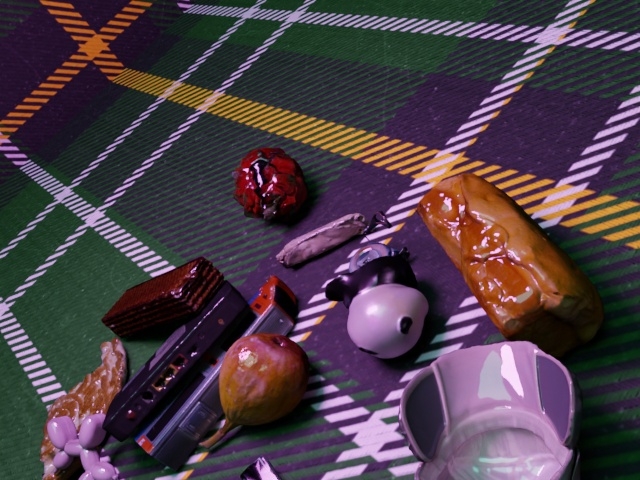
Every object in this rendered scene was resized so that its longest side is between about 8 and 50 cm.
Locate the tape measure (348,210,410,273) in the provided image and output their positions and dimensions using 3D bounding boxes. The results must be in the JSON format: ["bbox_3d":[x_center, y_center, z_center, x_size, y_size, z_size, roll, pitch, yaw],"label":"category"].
[{"bbox_3d":[0.089,0.016,1.271,0.104,0.180,0.107,28,69,32],"label":"tape measure"}]

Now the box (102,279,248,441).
[{"bbox_3d":[-0.285,0.227,1.347,0.350,0.058,0.211,-47,9,-7],"label":"box"}]

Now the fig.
[{"bbox_3d":[-0.134,0.279,1.220,0.257,0.159,0.159,-50,37,11],"label":"fig"}]

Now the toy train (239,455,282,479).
[{"bbox_3d":[-0.044,0.441,1.044,0.055,0.048,0.252,-38,44,-8],"label":"toy train"}]

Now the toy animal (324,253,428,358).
[{"bbox_3d":[0.102,0.124,1.186,0.166,0.138,0.179,-44,42,25],"label":"toy animal"}]

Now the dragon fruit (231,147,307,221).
[{"bbox_3d":[-0.118,-0.130,1.576,0.189,0.182,0.182,19,64,45],"label":"dragon fruit"}]

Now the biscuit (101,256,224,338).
[{"bbox_3d":[-0.349,0.130,1.479,0.388,0.073,0.107,-22,28,48],"label":"biscuit"}]

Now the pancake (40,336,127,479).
[{"bbox_3d":[-0.514,0.379,1.470,0.197,0.054,0.376,1,51,32],"label":"pancake"}]

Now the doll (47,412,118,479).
[{"bbox_3d":[-0.459,0.420,1.325,0.161,0.059,0.160,-9,82,24],"label":"doll"}]

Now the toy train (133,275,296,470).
[{"bbox_3d":[-0.180,0.247,1.310,0.409,0.086,0.089,-50,40,-15],"label":"toy train"}]

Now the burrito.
[{"bbox_3d":[0.001,-0.001,1.438,0.229,0.058,0.063,-22,8,19],"label":"burrito"}]

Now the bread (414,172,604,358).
[{"bbox_3d":[0.293,0.027,1.079,0.149,0.195,0.344,-37,40,10],"label":"bread"}]

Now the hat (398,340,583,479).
[{"bbox_3d":[0.230,0.261,0.899,0.232,0.161,0.275,-11,56,16],"label":"hat"}]
